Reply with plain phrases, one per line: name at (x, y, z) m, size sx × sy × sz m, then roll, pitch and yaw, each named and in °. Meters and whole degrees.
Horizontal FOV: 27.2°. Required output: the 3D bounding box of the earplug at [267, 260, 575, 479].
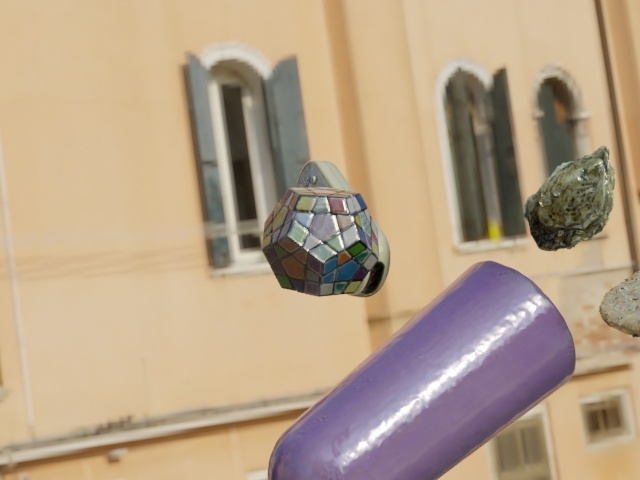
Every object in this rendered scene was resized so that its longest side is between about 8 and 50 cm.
earplug at (0.122, 0.232, 1.785) m, size 0.456 × 0.215 × 0.215 m, roll -35°, pitch 8°, yaw -25°

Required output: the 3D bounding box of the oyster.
oyster at (0.399, -0.060, 2.071) m, size 0.177 × 0.125 × 0.064 m, roll -34°, pitch -5°, yaw 20°

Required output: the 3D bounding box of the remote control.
remote control at (0.024, -0.016, 1.462) m, size 0.042 × 0.078 × 0.221 m, roll 6°, pitch 29°, yaw -27°

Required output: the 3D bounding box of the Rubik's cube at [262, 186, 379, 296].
Rubik's cube at (0.000, 0.000, 1.204) m, size 0.111 × 0.093 × 0.111 m, roll 6°, pitch 9°, yaw -1°

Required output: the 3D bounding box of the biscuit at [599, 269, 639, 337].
biscuit at (0.320, 0.050, 1.169) m, size 0.152 × 0.020 × 0.152 m, roll -16°, pitch 16°, yaw 5°
